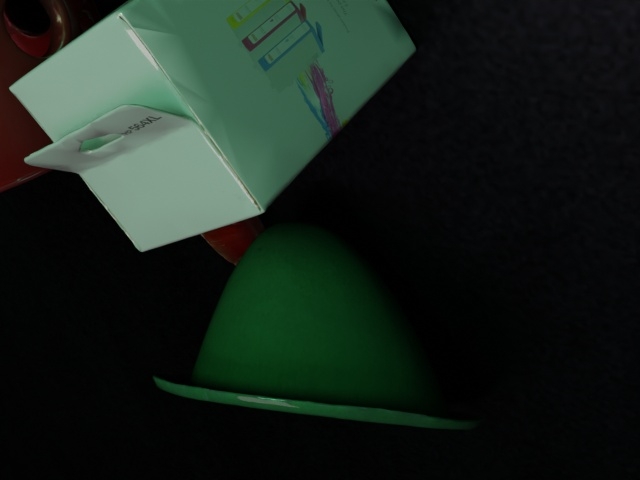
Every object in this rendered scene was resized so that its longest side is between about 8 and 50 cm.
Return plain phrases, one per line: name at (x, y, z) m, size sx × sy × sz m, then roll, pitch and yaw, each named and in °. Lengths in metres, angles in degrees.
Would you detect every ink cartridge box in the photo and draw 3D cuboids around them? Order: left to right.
ink cartridge box at (-0.047, -0.067, 0.405) m, size 0.092 × 0.143 × 0.090 m, roll -16°, pitch 116°, yaw 48°

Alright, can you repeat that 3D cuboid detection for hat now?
hat at (0.000, 0.000, 0.534) m, size 0.209 × 0.183 × 0.173 m, roll 14°, pitch 170°, yaw -39°

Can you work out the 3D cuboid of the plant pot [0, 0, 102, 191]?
plant pot at (-0.203, -0.111, 0.451) m, size 0.191 × 0.191 × 0.174 m, roll 6°, pitch 121°, yaw 37°
